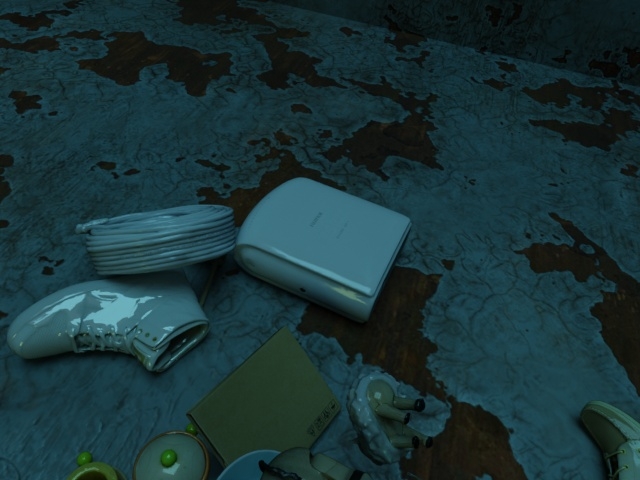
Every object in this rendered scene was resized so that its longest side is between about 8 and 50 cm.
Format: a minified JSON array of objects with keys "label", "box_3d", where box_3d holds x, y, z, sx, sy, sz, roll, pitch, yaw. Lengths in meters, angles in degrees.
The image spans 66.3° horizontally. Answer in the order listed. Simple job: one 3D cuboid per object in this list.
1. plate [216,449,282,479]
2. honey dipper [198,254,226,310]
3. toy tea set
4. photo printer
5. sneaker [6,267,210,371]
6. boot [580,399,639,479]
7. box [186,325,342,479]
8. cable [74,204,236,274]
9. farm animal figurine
[{"label":"plate","box_3d":[-0.072,0.366,0.618,0.188,0.024,0.188,24,49,-31]},{"label":"honey dipper","box_3d":[-0.211,0.073,0.930,0.030,0.030,0.160,10,47,2]},{"label":"toy tea set","box_3d":[-0.207,0.378,0.565,0.200,0.124,0.336,-11,49,-19]},{"label":"photo printer","box_3d":[0.000,0.000,0.978,0.307,0.107,0.256,23,47,13]},{"label":"sneaker","box_3d":[-0.327,0.148,0.785,0.292,0.108,0.169,-21,49,-28]},{"label":"boot","box_3d":[0.434,0.356,0.719,0.165,0.077,0.213,-19,54,-22]},{"label":"box","box_3d":[-0.071,0.246,0.712,0.201,0.021,0.164,-39,97,-42]},{"label":"cable","box_3d":[-0.277,-0.004,0.871,0.257,0.089,0.257,-15,13,-36]},{"label":"farm animal figurine","box_3d":[0.021,0.364,0.559,0.330,0.327,0.172,-35,18,-37]}]
